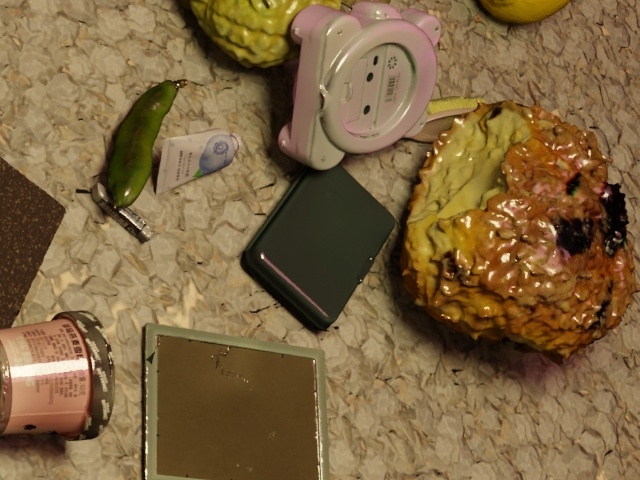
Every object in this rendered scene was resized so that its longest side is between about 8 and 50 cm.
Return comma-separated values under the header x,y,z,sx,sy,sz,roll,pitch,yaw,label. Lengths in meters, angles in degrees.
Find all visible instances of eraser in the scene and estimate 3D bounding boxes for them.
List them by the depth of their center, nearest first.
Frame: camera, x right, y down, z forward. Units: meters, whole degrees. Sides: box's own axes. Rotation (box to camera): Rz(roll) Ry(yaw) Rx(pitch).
x,y,z,sx,sy,sz,roll,pitch,yaw,label
-0.257,-0.036,1.863,0.099,0.027,0.019,41,59,-13,eraser

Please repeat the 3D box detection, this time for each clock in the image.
x,y,z,sx,sy,sz,roll,pitch,yaw,label
0.061,-0.221,2.012,0.248,0.090,0.228,-16,123,-42,clock

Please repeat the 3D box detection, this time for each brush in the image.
x,y,z,sx,sy,sz,roll,pitch,yaw,label
0.142,-0.184,2.205,0.312,0.072,0.067,-9,52,-35,brush

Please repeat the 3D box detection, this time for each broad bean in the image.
x,y,z,sx,sy,sz,roll,pitch,yaw,label
-0.238,-0.133,1.896,0.065,0.046,0.254,11,48,6,broad bean

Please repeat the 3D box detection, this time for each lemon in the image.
x,y,z,sx,sy,sz,roll,pitch,yaw,label
0.344,-0.456,2.389,0.187,0.187,0.244,49,55,-7,lemon

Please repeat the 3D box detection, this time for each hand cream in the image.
x,y,z,sx,sy,sz,roll,pitch,yaw,label
-0.163,-0.115,1.944,0.053,0.084,0.142,31,36,29,hand cream

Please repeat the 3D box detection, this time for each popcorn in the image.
x,y,z,sx,sy,sz,roll,pitch,yaw,label
-0.069,-0.354,2.028,0.251,0.206,0.237,33,27,-22,popcorn

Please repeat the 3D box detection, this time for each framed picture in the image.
x,y,z,sx,sy,sz,roll,pitch,yaw,label
-0.107,0.225,1.858,0.273,0.016,0.216,13,63,-30,framed picture

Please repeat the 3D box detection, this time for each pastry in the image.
x,y,z,sx,sy,sz,roll,pitch,yaw,label
0.299,-0.002,2.081,0.337,0.292,0.405,47,40,-22,pastry

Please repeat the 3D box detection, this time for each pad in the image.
x,y,z,sx,sy,sz,roll,pitch,yaw,label
-0.439,0.026,1.690,0.220,0.004,0.330,42,50,-29,pad

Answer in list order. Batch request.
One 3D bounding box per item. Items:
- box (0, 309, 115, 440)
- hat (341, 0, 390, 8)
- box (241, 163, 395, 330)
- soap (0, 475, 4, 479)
x,y,z,sx,sy,sz,roll,pitch,yaw,label
-0.326,0.159,1.645,0.135,0.151,0.151,-4,72,-33,box
0.073,-0.434,2.257,0.146,0.067,0.146,15,62,-30,hat
0.000,0.000,2.016,0.160,0.050,0.230,43,51,-11,box
-0.393,0.313,1.578,0.119,0.066,0.198,-29,88,-42,soap
